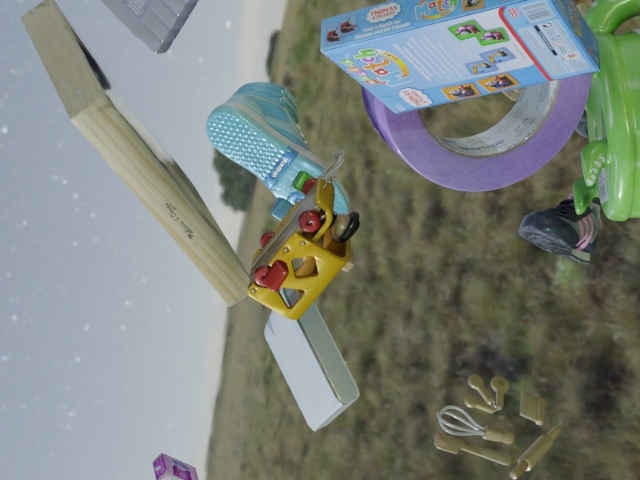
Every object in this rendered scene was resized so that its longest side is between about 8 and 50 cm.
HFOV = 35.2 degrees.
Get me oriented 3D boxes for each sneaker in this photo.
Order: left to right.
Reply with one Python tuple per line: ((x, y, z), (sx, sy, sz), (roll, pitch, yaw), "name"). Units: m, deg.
((-0.053, -0.186, 1.929), (0.127, 0.319, 0.208), (-40, 16, 34), "sneaker")
((0.464, -0.042, 1.924), (0.319, 0.112, 0.131), (18, -87, -65), "sneaker")

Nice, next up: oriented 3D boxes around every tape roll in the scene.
((0.192, -0.204, 1.247), (0.090, 0.274, 0.275), (-123, 41, -66), "tape roll")

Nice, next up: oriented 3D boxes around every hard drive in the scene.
((-0.022, 0.195, 1.641), (0.203, 0.040, 0.307), (63, 165, 12), "hard drive")

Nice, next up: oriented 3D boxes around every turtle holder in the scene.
((0.455, -0.187, 1.381), (0.243, 0.227, 0.320), (70, -163, -56), "turtle holder")

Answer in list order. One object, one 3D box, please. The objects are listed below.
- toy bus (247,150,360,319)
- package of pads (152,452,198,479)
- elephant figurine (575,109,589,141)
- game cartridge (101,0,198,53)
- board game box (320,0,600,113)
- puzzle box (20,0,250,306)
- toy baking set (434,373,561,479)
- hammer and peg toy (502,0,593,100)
((-0.007, 0.005, 1.288), (0.191, 0.104, 0.202), (-63, 16, -17), "toy bus")
((-0.241, 0.395, 1.693), (0.032, 0.083, 0.050), (-44, 39, 13), "package of pads")
((0.462, -0.297, 1.855), (0.186, 0.239, 0.169), (-56, -30, 6), "elephant figurine")
((-0.412, -0.603, 2.189), (0.068, 0.355, 0.230), (-32, -14, -52), "game cartridge")
((0.130, -0.179, 0.924), (0.160, 0.211, 0.039), (27, -122, -57), "board game box")
((-0.241, -0.113, 1.367), (0.272, 0.052, 0.409), (55, 179, 44), "puzzle box")
((0.318, 0.344, 1.834), (0.256, 0.196, 0.030), (-37, -25, -43), "toy baking set")
((0.422, -0.487, 2.014), (0.361, 0.266, 0.127), (-50, 18, 11), "hammer and peg toy")
